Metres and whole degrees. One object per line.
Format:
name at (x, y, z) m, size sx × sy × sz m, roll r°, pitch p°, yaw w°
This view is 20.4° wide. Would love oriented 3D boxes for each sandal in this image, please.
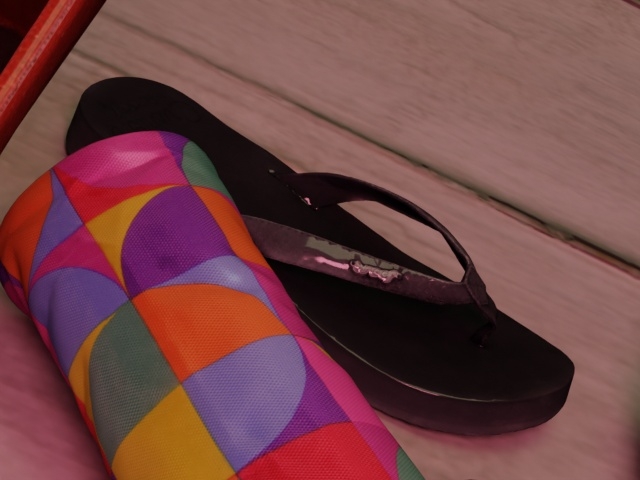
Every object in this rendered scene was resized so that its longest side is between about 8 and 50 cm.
sandal at (-0.001, 0.000, 0.775) m, size 0.254 × 0.054 × 0.097 m, roll 33°, pitch 31°, yaw 9°

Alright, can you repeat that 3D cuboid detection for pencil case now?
pencil case at (-0.032, 0.067, 0.616) m, size 0.104 × 0.104 × 0.236 m, roll 1°, pitch 42°, yaw -37°

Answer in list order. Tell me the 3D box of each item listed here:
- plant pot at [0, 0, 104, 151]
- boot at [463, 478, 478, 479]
plant pot at (-0.191, -0.086, 0.525) m, size 0.267 × 0.236 × 0.267 m, roll 28°, pitch 63°, yaw 0°
boot at (0.128, 0.110, 0.673) m, size 0.207 × 0.094 × 0.246 m, roll 15°, pitch 39°, yaw -28°
